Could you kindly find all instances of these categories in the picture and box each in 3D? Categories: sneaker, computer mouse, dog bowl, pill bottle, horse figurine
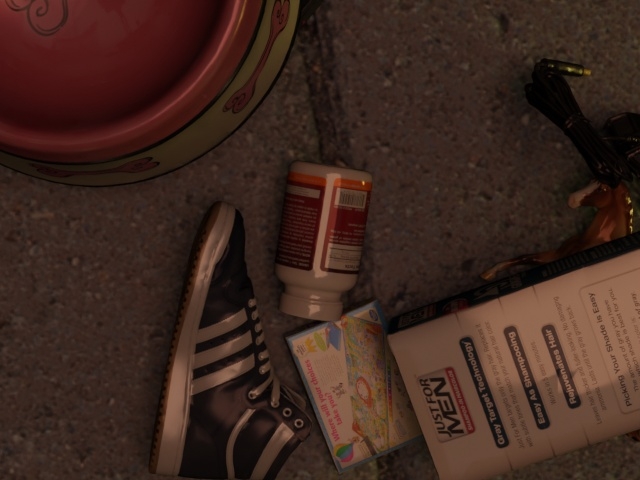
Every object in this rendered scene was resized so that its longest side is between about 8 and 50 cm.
[{"bbox_3d":[-0.071,0.108,1.553,0.153,0.099,0.282,11,100,-5],"label":"sneaker"},{"bbox_3d":[0.314,-0.107,1.602,0.262,0.184,0.060,-1,136,-42],"label":"computer mouse"},{"bbox_3d":[-0.222,-0.249,1.430,0.408,0.150,0.408,0,94,4],"label":"dog bowl"},{"bbox_3d":[0.000,0.000,1.563,0.086,0.086,0.152,9,94,-10],"label":"pill bottle"},{"bbox_3d":[0.291,0.074,1.630,0.174,0.066,0.263,-32,97,1],"label":"horse figurine"}]

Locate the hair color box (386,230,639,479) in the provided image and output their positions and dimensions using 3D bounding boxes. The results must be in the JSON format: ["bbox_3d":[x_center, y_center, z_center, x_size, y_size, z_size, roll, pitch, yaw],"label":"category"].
[{"bbox_3d":[0.256,0.106,1.551,0.347,0.105,0.174,-19,96,7],"label":"hair color box"}]

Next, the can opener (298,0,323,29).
[{"bbox_3d":[-0.035,-0.228,1.552,0.186,0.073,0.059,-44,92,-13],"label":"can opener"}]

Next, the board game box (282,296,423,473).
[{"bbox_3d":[0.037,0.149,1.613,0.103,0.026,0.154,-22,98,-7],"label":"board game box"}]
